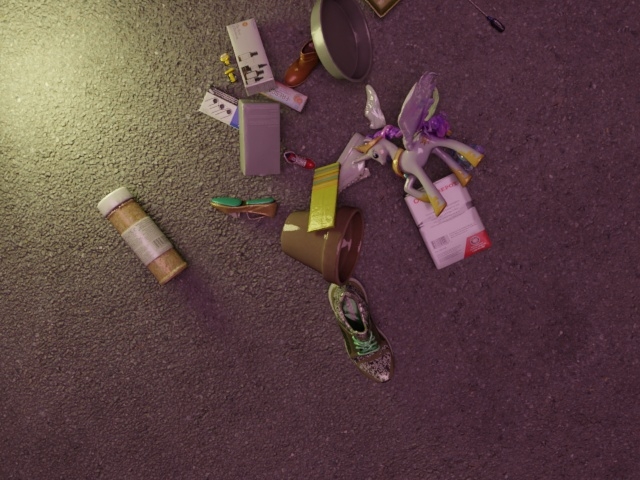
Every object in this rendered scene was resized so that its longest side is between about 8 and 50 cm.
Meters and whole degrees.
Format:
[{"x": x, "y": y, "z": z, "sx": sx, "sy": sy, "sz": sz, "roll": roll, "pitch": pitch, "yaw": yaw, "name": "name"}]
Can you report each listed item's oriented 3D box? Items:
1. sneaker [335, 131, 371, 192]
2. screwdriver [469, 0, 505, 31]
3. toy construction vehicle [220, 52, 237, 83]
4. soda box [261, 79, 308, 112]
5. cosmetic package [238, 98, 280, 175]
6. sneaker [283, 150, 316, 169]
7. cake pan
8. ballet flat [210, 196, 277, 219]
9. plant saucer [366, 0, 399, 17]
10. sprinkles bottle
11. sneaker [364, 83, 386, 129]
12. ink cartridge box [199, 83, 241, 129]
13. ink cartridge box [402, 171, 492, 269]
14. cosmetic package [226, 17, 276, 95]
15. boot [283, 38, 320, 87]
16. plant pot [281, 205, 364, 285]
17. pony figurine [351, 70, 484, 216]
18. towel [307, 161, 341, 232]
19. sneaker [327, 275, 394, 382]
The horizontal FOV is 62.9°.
[{"x": 0.094, "y": -0.212, "z": 1.764, "sx": 0.123, "sy": 0.106, "sz": 0.290, "roll": 32, "pitch": 97, "yaw": 1, "name": "sneaker"}, {"x": 0.534, "y": -0.739, "z": 1.712, "sx": 0.170, "sy": 0.024, "sz": 0.025, "roll": 38, "pitch": 127, "yaw": 4, "name": "screwdriver"}, {"x": -0.287, "y": -0.593, "z": 1.770, "sx": 0.086, "sy": 0.035, "sz": 0.098, "roll": -27, "pitch": 93, "yaw": 17, "name": "toy construction vehicle"}, {"x": -0.133, "y": -0.492, "z": 1.757, "sx": 0.183, "sy": 0.063, "sz": 0.058, "roll": 27, "pitch": 97, "yaw": 0, "name": "soda box"}, {"x": -0.201, "y": -0.338, "z": 1.729, "sx": 0.127, "sy": 0.107, "sz": 0.238, "roll": -3, "pitch": 113, "yaw": -17, "name": "cosmetic package"}, {"x": -0.073, "y": -0.272, "z": 1.784, "sx": 0.118, "sy": 0.067, "sz": 0.042, "roll": 22, "pitch": 99, "yaw": 0, "name": "sneaker"}, {"x": 0.066, "y": -0.637, "z": 1.637, "sx": 0.054, "sy": 0.293, "sz": 0.293, "roll": -5, "pitch": 99, "yaw": 37, "name": "cake pan"}, {"x": -0.266, "y": -0.107, "z": 1.817, "sx": 0.232, "sy": 0.080, "sz": 0.073, "roll": 1, "pitch": 113, "yaw": 4, "name": "ballet flat"}, {"x": 0.203, "y": -0.852, "z": 1.697, "sx": 0.188, "sy": 0.045, "sz": 0.188, "roll": -42, "pitch": 95, "yaw": 8, "name": "plant saucer"}, {"x": -0.616, "y": -0.013, "z": 1.823, "sx": 0.121, "sy": 0.121, "sz": 0.355, "roll": -37, "pitch": 95, "yaw": 7, "name": "sprinkles bottle"}, {"x": 0.172, "y": -0.446, "z": 1.754, "sx": 0.061, "sy": 0.054, "sz": 0.152, "roll": -18, "pitch": 97, "yaw": 8, "name": "sneaker"}, {"x": -0.297, "y": -0.441, "z": 1.783, "sx": 0.207, "sy": 0.046, "sz": 0.097, "roll": 26, "pitch": 100, "yaw": -1, "name": "ink cartridge box"}, {"x": 0.421, "y": -0.071, "z": 1.763, "sx": 0.197, "sy": 0.114, "sz": 0.273, "roll": -25, "pitch": 96, "yaw": 7, "name": "ink cartridge box"}, {"x": -0.225, "y": -0.599, "z": 1.704, "sx": 0.099, "sy": 0.060, "sz": 0.239, "roll": -18, "pitch": 76, "yaw": -4, "name": "cosmetic package"}, {"x": -0.052, "y": -0.584, "z": 1.694, "sx": 0.197, "sy": 0.152, "sz": 0.073, "roll": -44, "pitch": 93, "yaw": 8, "name": "boot"}, {"x": 0.000, "y": 0.000, "z": 1.751, "sx": 0.229, "sy": 0.263, "sz": 0.263, "roll": 12, "pitch": 99, "yaw": 20, "name": "plant pot"}, {"x": 0.316, "y": -0.302, "z": 1.623, "sx": 0.363, "sy": 0.303, "sz": 0.351, "roll": 39, "pitch": 101, "yaw": 16, "name": "pony figurine"}, {"x": 0.014, "y": -0.137, "z": 1.670, "sx": 0.102, "sy": 0.021, "sz": 0.237, "roll": -13, "pitch": 58, "yaw": 33, "name": "towel"}, {"x": 0.136, "y": 0.325, "z": 1.802, "sx": 0.158, "sy": 0.182, "sz": 0.410, "roll": -26, "pitch": 96, "yaw": 6, "name": "sneaker"}]
